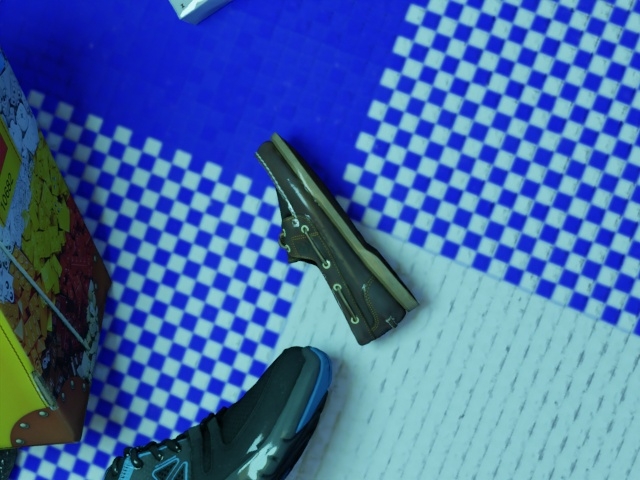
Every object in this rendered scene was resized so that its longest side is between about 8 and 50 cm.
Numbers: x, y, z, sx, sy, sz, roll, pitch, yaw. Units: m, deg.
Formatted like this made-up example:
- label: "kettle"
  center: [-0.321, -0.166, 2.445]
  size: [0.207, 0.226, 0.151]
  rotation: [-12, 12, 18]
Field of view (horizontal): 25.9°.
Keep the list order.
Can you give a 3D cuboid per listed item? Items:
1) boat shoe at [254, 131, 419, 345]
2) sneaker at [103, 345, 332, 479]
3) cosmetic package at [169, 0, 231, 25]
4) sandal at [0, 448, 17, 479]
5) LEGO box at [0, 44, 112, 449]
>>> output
- label: "boat shoe"
  center: [0.000, 0.000, 1.256]
  size: [0.073, 0.073, 0.207]
  rotation: [-38, 85, 7]
- label: "sneaker"
  center: [-0.123, 0.217, 1.260]
  size: [0.139, 0.125, 0.341]
  rotation: [39, 95, 11]
- label: "cosmetic package"
  center: [-0.047, -0.302, 1.261]
  size: [0.239, 0.060, 0.099]
  rotation: [-31, 85, 9]
- label: "sandal"
  center: [-0.359, 0.254, 1.336]
  size: [0.067, 0.040, 0.179]
  rotation: [36, 84, -5]
- label: "LEGO box"
  center: [-0.479, 0.015, 1.179]
  size: [0.500, 0.372, 0.193]
  rotation: [-6, 46, 9]
